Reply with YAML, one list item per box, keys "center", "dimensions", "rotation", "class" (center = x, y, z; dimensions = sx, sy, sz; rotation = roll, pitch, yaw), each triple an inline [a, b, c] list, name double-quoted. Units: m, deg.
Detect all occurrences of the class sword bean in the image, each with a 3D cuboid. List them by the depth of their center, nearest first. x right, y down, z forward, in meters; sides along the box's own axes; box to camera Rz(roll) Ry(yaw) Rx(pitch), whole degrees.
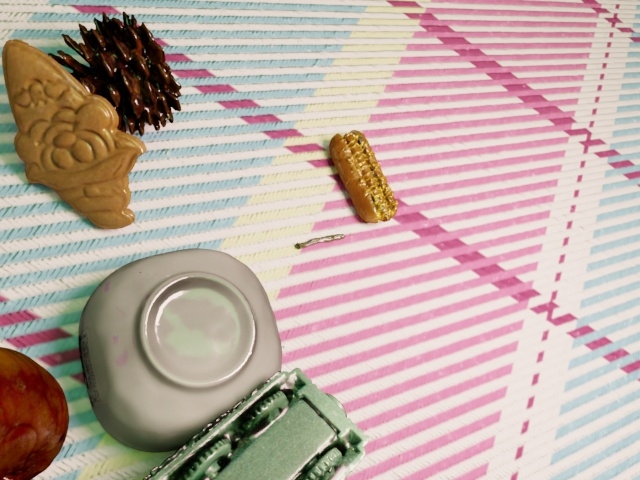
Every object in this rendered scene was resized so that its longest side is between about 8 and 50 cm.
- center: [0.000, 0.000, 0.866]
  dimensions: [0.083, 0.012, 0.012]
  rotation: [-13, 75, -28]
  class: "sword bean"

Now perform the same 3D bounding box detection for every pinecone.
- center: [-0.276, -0.206, 0.749]
  dimensions: [0.165, 0.163, 0.163]
  rotation: [-25, 80, -17]
  class: "pinecone"

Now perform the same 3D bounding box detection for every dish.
- center: [-0.155, 0.117, 0.681]
  dimensions: [0.256, 0.117, 0.257]
  rotation: [10, 64, -22]
  class: "dish"

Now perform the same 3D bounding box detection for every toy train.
- center: [-0.101, 0.288, 0.600]
  dimensions: [0.138, 0.178, 0.330]
  rotation: [41, 51, 19]
  class: "toy train"

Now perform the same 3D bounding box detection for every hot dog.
- center: [0.069, -0.100, 0.920]
  dimensions: [0.071, 0.045, 0.165]
  rotation: [-17, 76, -32]
  class: "hot dog"

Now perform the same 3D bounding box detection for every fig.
- center: [-0.396, 0.168, 0.553]
  dimensions: [0.290, 0.191, 0.191]
  rotation: [8, 59, 18]
  class: "fig"

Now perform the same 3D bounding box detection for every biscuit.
- center: [-0.303, -0.121, 0.695]
  dimensions: [0.035, 0.162, 0.250]
  rotation: [-76, 142, -67]
  class: "biscuit"
